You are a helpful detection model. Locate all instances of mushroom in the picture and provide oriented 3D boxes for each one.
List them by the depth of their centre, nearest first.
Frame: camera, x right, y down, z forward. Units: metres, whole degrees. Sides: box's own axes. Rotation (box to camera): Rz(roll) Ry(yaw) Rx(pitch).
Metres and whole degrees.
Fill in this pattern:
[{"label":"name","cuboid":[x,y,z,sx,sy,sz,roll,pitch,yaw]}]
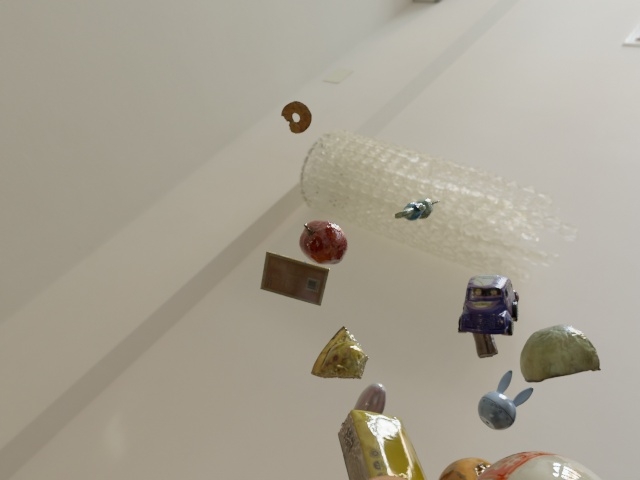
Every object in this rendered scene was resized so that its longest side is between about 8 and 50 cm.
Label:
[{"label":"mushroom","cuboid":[0.772,0.375,1.578,0.190,0.164,0.267,-14,-13,-4]}]

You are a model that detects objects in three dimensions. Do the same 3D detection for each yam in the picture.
[{"label":"yam","cuboid":[0.625,0.382,1.797,0.084,0.084,0.127,33,-139,-53]}]

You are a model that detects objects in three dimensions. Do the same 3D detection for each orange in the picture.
[{"label":"orange","cuboid":[0.579,0.962,1.730,0.312,0.312,0.312,-28,-50,-39]}]

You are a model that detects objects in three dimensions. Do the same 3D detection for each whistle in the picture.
[{"label":"whistle","cuboid":[0.344,-0.105,1.702,0.236,0.114,0.077,-19,-90,-49]}]

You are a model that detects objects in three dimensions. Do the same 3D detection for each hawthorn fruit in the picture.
[{"label":"hawthorn fruit","cuboid":[0.000,0.000,2.007,0.253,0.205,0.205,31,-95,-46]}]

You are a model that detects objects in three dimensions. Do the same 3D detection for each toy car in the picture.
[{"label":"toy car","cuboid":[0.530,0.204,1.499,0.235,0.172,0.157,-36,-61,-57]}]

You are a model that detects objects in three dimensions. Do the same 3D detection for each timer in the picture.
[{"label":"timer","cuboid":[0.791,0.713,2.054,0.255,0.175,0.175,-31,-48,-39]}]

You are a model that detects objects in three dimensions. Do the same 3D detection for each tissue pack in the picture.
[{"label":"tissue pack","cuboid":[0.176,0.621,1.328,0.192,0.271,0.134,14,-67,-18]}]

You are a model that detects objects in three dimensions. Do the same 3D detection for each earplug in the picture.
[{"label":"earplug","cuboid":[0.231,0.808,2.253,0.172,0.172,0.301,-4,-61,-50]}]

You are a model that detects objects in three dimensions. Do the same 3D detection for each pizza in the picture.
[{"label":"pizza","cuboid":[0.073,0.373,1.598,0.080,0.188,0.204,53,-131,-33]}]

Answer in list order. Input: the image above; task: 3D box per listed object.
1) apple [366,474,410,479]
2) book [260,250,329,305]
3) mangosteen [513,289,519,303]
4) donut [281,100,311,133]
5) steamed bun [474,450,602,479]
[{"label":"apple","cuboid":[0.125,0.476,0.747,0.162,0.201,0.201,-26,-51,-32]},{"label":"book","cuboid":[-0.098,0.142,1.746,0.018,0.242,0.170,-63,-13,-62]},{"label":"mangosteen","cuboid":[0.714,0.221,1.783,0.081,0.081,0.081,-28,-50,-39]},{"label":"donut","cuboid":[-0.080,-0.425,1.611,0.097,0.043,0.108,-23,-63,5]},{"label":"steamed bun","cuboid":[0.522,0.667,1.173,0.375,0.241,0.374,-18,-34,-13]}]
